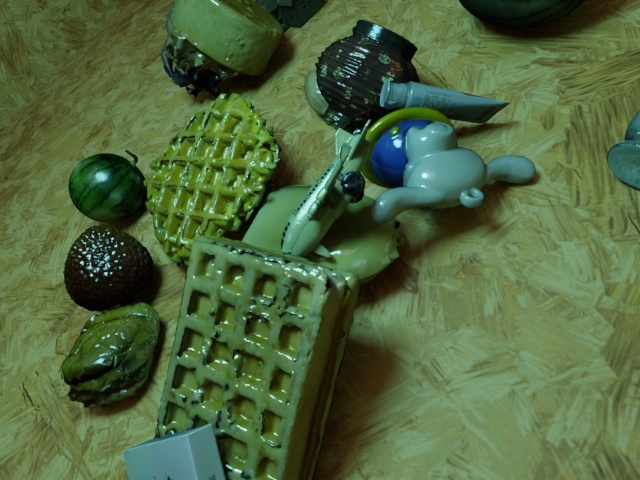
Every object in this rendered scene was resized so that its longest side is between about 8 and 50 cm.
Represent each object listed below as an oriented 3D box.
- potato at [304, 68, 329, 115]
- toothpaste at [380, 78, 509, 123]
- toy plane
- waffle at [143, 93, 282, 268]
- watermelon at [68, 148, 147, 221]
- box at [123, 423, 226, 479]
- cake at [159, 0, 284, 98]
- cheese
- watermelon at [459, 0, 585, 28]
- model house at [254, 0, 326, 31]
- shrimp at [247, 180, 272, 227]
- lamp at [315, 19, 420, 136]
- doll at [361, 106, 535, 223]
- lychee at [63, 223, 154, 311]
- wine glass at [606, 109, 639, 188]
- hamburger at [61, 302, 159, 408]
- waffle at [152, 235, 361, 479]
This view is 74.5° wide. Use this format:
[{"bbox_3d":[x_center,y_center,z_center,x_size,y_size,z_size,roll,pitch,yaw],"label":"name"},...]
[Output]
[{"bbox_3d":[0.010,-0.381,1.066,0.112,0.112,0.147,-21,44,12],"label":"potato"},{"bbox_3d":[0.233,-0.260,0.805,0.234,0.089,0.057,8,79,-9],"label":"toothpaste"},{"bbox_3d":[0.016,-0.069,0.671,0.092,0.229,0.244,26,89,4],"label":"toy plane"},{"bbox_3d":[-0.257,-0.148,0.952,0.379,0.095,0.382,-40,54,14],"label":"waffle"},{"bbox_3d":[-0.564,-0.151,1.139,0.215,0.188,0.188,-46,49,0],"label":"watermelon"},{"bbox_3d":[-0.188,0.325,0.556,0.130,0.051,0.129,-24,77,25],"label":"box"},{"bbox_3d":[-0.315,-0.581,1.273,0.321,0.332,0.332,-50,42,31],"label":"cake"},{"bbox_3d":[0.000,0.000,0.787,0.315,0.128,0.260,8,59,28],"label":"cheese"},{"bbox_3d":[0.427,-0.614,0.899,0.279,0.279,0.359,-36,45,0],"label":"watermelon"},{"bbox_3d":[-0.151,-0.830,1.367,0.211,0.243,0.204,28,73,38],"label":"model house"},{"bbox_3d":[-0.153,-0.099,0.982,0.065,0.057,0.165,8,51,13],"label":"shrimp"},{"bbox_3d":[0.099,-0.339,0.916,0.247,0.247,0.247,-13,53,18],"label":"lamp"},{"bbox_3d":[0.217,-0.154,0.752,0.310,0.160,0.243,-6,24,-6],"label":"doll"},{"bbox_3d":[-0.469,0.066,0.934,0.194,0.194,0.194,-13,53,18],"label":"lychee"},{"bbox_3d":[0.545,-0.175,0.642,0.204,0.111,0.111,-46,50,-4],"label":"wine glass"},{"bbox_3d":[-0.425,0.221,0.850,0.183,0.130,0.206,-14,50,15],"label":"hamburger"},{"bbox_3d":[-0.099,0.199,0.614,0.261,0.114,0.376,12,91,28],"label":"waffle"}]
